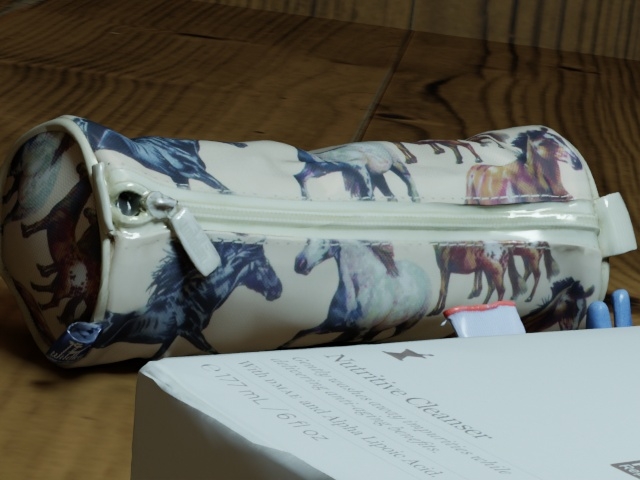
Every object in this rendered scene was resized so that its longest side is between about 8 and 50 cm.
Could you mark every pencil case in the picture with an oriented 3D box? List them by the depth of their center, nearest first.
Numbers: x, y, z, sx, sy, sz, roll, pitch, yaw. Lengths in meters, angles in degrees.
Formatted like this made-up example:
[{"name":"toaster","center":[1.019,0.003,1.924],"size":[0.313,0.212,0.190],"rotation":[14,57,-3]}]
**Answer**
[{"name":"pencil case","center":[0.000,0.000,1.320],"size":[0.410,0.160,0.183],"rotation":[-1,0,-28]}]

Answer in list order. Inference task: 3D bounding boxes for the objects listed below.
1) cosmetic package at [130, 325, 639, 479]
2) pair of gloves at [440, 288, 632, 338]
[{"name":"cosmetic package","center":[0.132,0.138,0.867],"size":[0.385,0.156,0.217],"rotation":[-4,17,-35]},{"name":"pair of gloves","center":[0.142,0.102,1.066],"size":[0.198,0.159,0.023],"rotation":[1,-25,-32]}]
